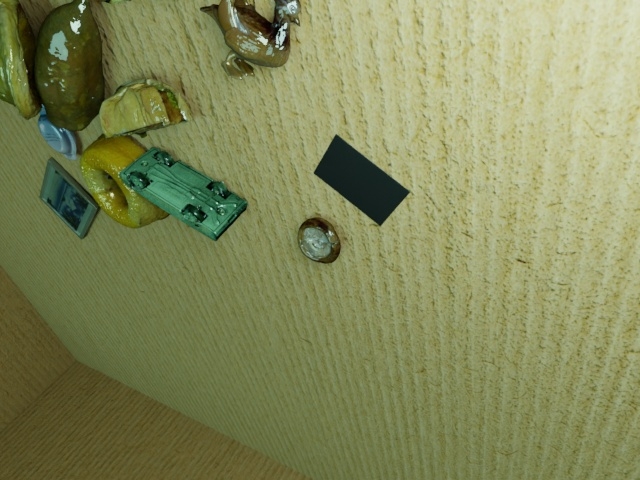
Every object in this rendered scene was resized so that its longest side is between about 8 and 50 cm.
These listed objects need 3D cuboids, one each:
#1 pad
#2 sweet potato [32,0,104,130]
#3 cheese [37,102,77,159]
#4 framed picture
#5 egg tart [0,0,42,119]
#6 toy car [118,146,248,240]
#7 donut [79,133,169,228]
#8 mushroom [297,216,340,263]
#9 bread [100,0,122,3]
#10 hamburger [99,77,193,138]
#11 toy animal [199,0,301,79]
[{"bbox_3d":[0.082,-0.122,0.984,0.190,0.004,0.127,39,141,1],"label":"pad"},{"bbox_3d":[-0.596,-0.417,1.114,0.157,0.158,0.370,38,142,1],"label":"sweet potato"},{"bbox_3d":[-0.809,-0.352,1.418,0.135,0.052,0.245,8,131,29],"label":"cheese"},{"bbox_3d":[-0.928,-0.142,1.734,0.232,0.024,0.315,48,139,-8],"label":"framed picture"},{"bbox_3d":[-0.760,-0.440,1.145,0.290,0.115,0.291,172,90,-71],"label":"egg tart"},{"bbox_3d":[-0.358,-0.119,1.222,0.320,0.141,0.097,30,146,12],"label":"toy car"},{"bbox_3d":[-0.575,-0.161,1.376,0.302,0.110,0.303,22,137,22],"label":"donut"},{"bbox_3d":[0.000,0.000,1.126,0.123,0.052,0.123,18,129,24],"label":"mushroom"},{"bbox_3d":[-0.427,-0.550,0.918,0.140,0.069,0.128,42,140,2],"label":"bread"},{"bbox_3d":[-0.422,-0.312,1.116,0.261,0.124,0.131,-1,108,33],"label":"hamburger"},{"bbox_3d":[-0.128,-0.387,0.838,0.188,0.089,0.179,40,128,-3],"label":"toy animal"}]
